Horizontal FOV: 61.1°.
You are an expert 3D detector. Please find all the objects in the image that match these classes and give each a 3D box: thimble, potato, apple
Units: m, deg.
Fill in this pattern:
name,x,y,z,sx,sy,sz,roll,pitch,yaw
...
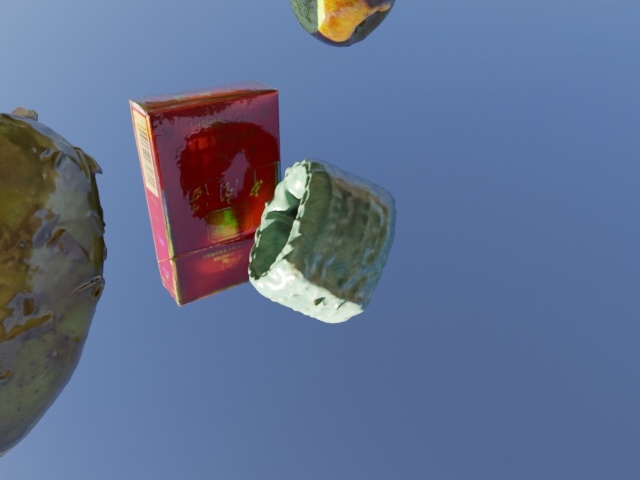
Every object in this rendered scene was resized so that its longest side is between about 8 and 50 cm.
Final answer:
name,x,y,z,sx,sy,sz,roll,pitch,yaw
thimble,0.000,0.000,0.753,0.198,0.143,0.235,-51,-153,35
potato,-0.265,0.048,0.414,0.141,0.175,0.299,6,-98,65
apple,0.024,-0.361,0.774,0.147,0.146,0.163,50,-129,2

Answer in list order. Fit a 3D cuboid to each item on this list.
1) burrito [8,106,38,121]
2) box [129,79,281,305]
name,x,y,z,sx,sy,sz,roll,pitch,yaw
burrito,-0.632,-0.188,1.075,0.064,0.064,0.203,11,-122,26
box,-0.161,-0.072,0.840,0.197,0.314,0.089,-20,-144,-30
